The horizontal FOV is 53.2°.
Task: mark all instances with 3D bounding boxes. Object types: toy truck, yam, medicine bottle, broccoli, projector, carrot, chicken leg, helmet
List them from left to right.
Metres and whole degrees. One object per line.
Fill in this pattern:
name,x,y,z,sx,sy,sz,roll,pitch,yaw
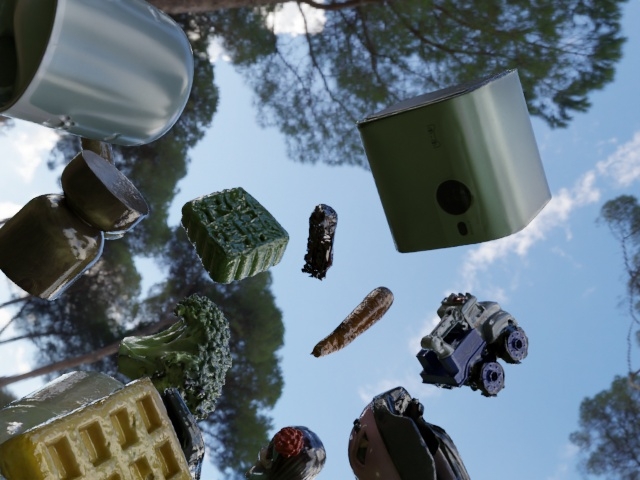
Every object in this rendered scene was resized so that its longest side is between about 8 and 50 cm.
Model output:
medicine bottle,-0.455,0.371,0.997,0.406,0.236,0.235,-33,108,-82
yam,-0.558,-0.165,1.626,0.081,0.081,0.356,-49,-130,49
broccoli,-0.322,0.304,1.535,0.272,0.334,0.324,-14,-55,14
chicken leg,0.000,0.000,1.304,0.105,0.063,0.234,-99,-167,-47
carrot,0.069,0.173,1.317,0.059,0.248,0.059,30,-41,30
helmet,0.135,0.349,0.968,0.198,0.154,0.253,-102,166,-70
projector,0.238,-0.141,1.131,0.248,0.248,0.249,-10,-75,39
toy truck,0.284,0.197,1.263,0.177,0.213,0.161,56,-31,-14

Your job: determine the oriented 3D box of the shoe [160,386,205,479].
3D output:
shoe,-0.254,0.350,1.063,0.108,0.093,0.241,49,-34,34

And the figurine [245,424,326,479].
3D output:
figurine,-0.091,0.448,1.185,0.110,0.138,0.245,41,-82,20

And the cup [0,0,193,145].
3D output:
cup,-0.410,-0.315,1.092,0.357,0.274,0.259,28,-81,40

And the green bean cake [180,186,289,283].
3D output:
green bean cake,-0.226,-0.022,1.637,0.248,0.222,0.125,45,-44,28

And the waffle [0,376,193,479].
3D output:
waffle,-0.256,0.307,0.802,0.055,0.248,0.221,-26,-94,21

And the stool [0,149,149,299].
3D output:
stool,-0.504,-0.030,1.288,0.264,0.179,0.179,-43,-119,3
